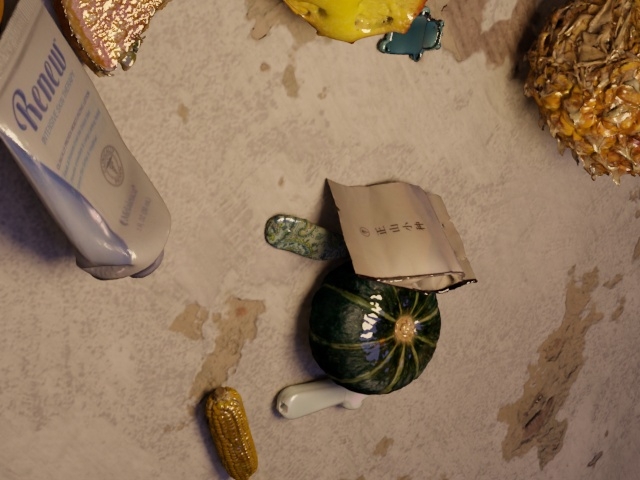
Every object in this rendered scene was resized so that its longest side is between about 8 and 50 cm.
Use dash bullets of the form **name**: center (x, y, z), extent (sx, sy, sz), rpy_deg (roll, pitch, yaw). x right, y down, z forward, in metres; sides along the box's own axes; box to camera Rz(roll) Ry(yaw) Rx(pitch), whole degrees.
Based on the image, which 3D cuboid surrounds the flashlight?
- **flashlight**: center (0.006, 0.277, 2.078), extent (0.200, 0.047, 0.093), rpy_deg (-11, 117, -33)

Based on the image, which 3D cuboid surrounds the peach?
- **peach**: center (0.045, -0.425, 1.617), extent (0.281, 0.281, 0.338), rpy_deg (-23, 124, -30)

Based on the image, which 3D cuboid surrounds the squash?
- **squash**: center (0.095, 0.145, 2.002), extent (0.252, 0.165, 0.252), rpy_deg (-7, 101, -37)

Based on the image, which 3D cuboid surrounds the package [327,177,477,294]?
- **package**: center (0.133, -0.006, 1.945), extent (0.251, 0.204, 0.062), rpy_deg (5, 140, -32)

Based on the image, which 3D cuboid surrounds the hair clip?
- **hair clip**: center (0.001, 0.001, 1.942), extent (0.229, 0.036, 0.066), rpy_deg (13, 109, -42)

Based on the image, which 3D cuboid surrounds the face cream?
- **face cream**: center (-0.325, -0.107, 1.531), extent (0.235, 0.137, 0.420), rpy_deg (-79, 153, -42)

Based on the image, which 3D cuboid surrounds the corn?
- **corn**: center (-0.151, 0.331, 1.959), extent (0.068, 0.068, 0.207), rpy_deg (-30, 129, -25)

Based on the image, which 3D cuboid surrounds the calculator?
- **calculator**: center (0.155, -0.344, 1.911), extent (0.141, 0.019, 0.094), rpy_deg (-6, 115, -39)

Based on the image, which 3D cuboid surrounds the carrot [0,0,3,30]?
- **carrot**: center (-0.474, -0.194, 1.403), extent (0.114, 0.114, 0.302), rpy_deg (12, 103, -42)

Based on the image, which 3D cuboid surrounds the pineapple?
- **pineapple**: center (0.542, -0.287, 2.033), extent (0.352, 0.352, 0.300), rpy_deg (-57, 141, -2)

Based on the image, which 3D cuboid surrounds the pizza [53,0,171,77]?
- **pizza**: center (-0.265, -0.329, 1.549), extent (0.195, 0.052, 0.185), rpy_deg (-29, 120, -20)
